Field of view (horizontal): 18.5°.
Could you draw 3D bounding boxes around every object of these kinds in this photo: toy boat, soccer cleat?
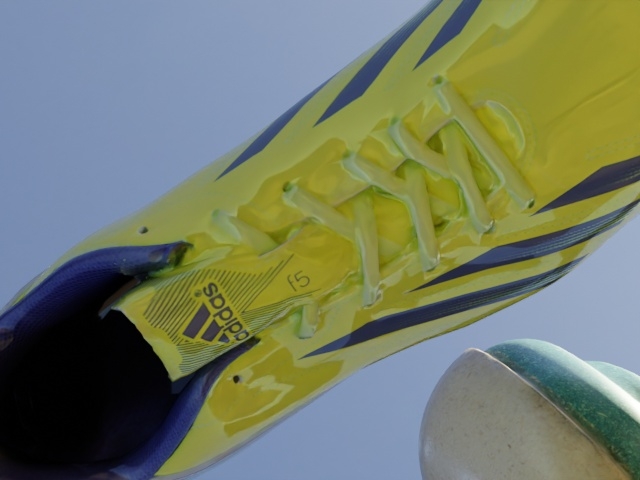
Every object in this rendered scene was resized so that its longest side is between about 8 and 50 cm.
[{"bbox_3d":[0.190,0.180,0.918,0.148,0.318,0.267,-38,-47,-10],"label":"toy boat"},{"bbox_3d":[0.000,0.001,0.593,0.093,0.289,0.121,58,-152,6],"label":"soccer cleat"}]
